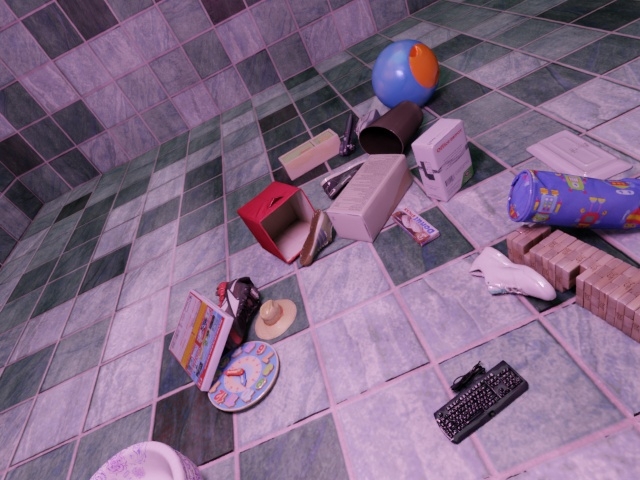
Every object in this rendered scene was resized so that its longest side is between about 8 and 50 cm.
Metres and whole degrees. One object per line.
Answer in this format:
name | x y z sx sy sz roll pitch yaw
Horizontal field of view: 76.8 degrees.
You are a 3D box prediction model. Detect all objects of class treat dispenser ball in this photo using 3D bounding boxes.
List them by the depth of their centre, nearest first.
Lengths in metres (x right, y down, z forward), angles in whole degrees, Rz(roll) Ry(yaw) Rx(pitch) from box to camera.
treat dispenser ball | 0.365 -0.708 1.744 0.288 0.288 0.288 -18 38 14

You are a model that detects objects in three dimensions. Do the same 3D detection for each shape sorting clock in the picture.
shape sorting clock | -0.207 0.353 1.073 0.206 0.040 0.206 -17 39 14

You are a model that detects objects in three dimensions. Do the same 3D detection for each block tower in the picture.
block tower | 0.563 0.073 0.865 0.091 0.097 0.335 -34 38 -7

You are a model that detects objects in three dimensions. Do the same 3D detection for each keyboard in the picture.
keyboard | 0.305 0.305 0.805 0.192 0.038 0.100 -34 37 -8

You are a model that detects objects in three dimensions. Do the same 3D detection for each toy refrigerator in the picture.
toy refrigerator | -0.045 -0.386 1.790 0.269 0.094 0.102 -30 37 -3

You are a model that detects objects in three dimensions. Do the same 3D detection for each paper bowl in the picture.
paper bowl | -0.363 0.579 0.818 0.284 0.148 0.284 -18 37 14

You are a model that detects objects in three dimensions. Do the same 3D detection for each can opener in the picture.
can opener | 0.119 -0.451 1.722 0.073 0.059 0.186 12 95 26

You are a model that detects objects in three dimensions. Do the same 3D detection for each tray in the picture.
tray | 0.745 -0.254 1.184 0.145 0.030 0.270 -24 37 5

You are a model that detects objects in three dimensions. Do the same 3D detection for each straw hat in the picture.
straw hat | -0.145 0.211 1.182 0.144 0.061 0.145 -18 38 15

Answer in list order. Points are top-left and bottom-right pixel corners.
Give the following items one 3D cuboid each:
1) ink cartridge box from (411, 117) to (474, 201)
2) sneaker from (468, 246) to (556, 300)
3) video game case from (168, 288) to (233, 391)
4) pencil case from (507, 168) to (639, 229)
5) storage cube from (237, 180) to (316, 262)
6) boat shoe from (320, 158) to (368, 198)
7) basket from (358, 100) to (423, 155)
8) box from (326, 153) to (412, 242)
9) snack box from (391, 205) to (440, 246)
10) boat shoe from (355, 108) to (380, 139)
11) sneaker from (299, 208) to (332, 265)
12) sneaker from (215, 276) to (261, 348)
ink cartridge box | 0.385 -0.252 1.262 0.153 0.208 0.087 -41 38 -17
sneaker | 0.439 0.097 0.945 0.094 0.080 0.212 -44 31 -1
video game case | -0.351 0.273 1.163 0.285 0.025 0.204 16 86 52
pencil case | 0.592 -0.096 0.930 0.306 0.119 0.133 4 56 -3
storage cube | -0.137 -0.071 1.388 0.183 0.215 0.193 -42 33 -17
boat shoe | 0.117 -0.236 1.546 0.233 0.084 0.079 -28 74 -11
basket | 0.297 -0.441 1.597 0.204 0.154 0.227 16 52 42
box | 0.170 -0.149 1.351 0.148 0.121 0.311 11 52 40
snack box | 0.288 -0.047 1.240 0.064 0.022 0.178 -30 37 -4
boat shoe | 0.194 -0.491 1.762 0.088 0.096 0.268 -10 39 29
sneaker | 0.000 0.000 1.330 0.064 0.086 0.192 6 77 59
sneaker | -0.246 0.202 1.219 0.135 0.098 0.276 -26 32 5
